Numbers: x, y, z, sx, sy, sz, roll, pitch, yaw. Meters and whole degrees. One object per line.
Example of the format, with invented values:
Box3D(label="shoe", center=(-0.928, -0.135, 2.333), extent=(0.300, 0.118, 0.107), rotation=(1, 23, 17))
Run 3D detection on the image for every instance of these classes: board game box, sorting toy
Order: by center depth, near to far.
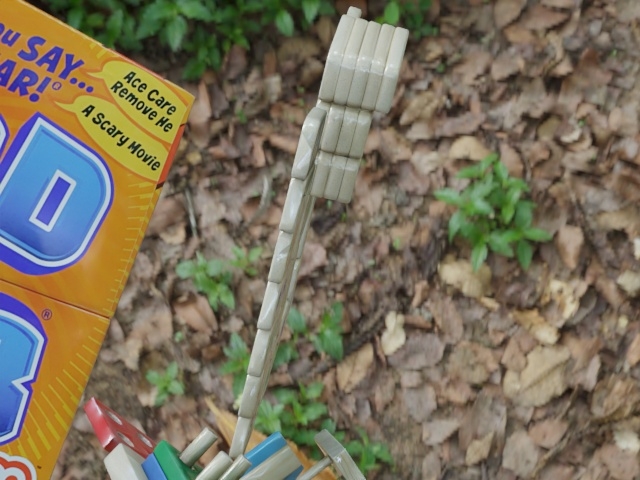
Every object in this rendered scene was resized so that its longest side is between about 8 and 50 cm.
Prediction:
Box3D(label="sorting toy", center=(-0.023, 0.141, 0.503), extent=(0.046, 0.132, 0.274), rotation=(-48, 27, -3))
Box3D(label="board game box", center=(-0.382, -0.023, 0.832), extent=(0.356, 0.356, 0.356), rotation=(10, 77, 50))

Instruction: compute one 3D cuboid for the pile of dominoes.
Box3D(label="pile of dominoes", center=(0.000, 0.000, 0.657), extent=(0.040, 0.251, 0.196), rotation=(14, 34, 1))

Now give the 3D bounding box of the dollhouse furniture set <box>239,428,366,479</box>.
Box3D(label="dollhouse furniture set", center=(-0.047, 0.212, 0.716), extent=(0.183, 0.129, 0.129), rotation=(-36, 110, -9))
